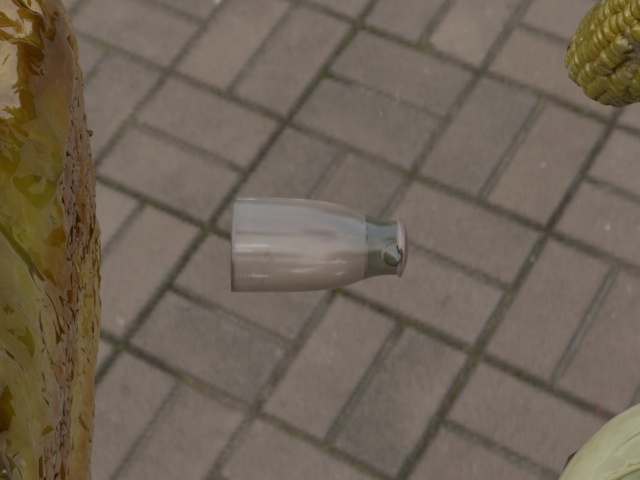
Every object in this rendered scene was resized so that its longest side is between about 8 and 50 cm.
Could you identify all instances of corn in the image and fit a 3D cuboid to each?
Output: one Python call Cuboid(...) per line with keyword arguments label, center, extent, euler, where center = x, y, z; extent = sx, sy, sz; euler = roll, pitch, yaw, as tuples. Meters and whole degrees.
Cuboid(label="corn", center=(0.242, -0.149, 0.846), extent=(0.097, 0.320, 0.097), euler=(3, 80, -15))

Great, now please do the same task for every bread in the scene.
Cuboid(label="bread", center=(-0.159, 0.034, 0.488), extent=(0.149, 0.195, 0.344), euler=(-4, 34, -5))

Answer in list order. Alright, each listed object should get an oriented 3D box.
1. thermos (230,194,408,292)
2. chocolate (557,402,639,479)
Cuboid(label="thermos", center=(0.000, 0.000, 1.509), extent=(0.193, 0.105, 0.137), euler=(0, 14, -2))
Cuboid(label="chocolate", center=(0.334, 0.260, 1.094), extent=(0.326, 0.297, 0.314), euler=(-20, 70, -3))
